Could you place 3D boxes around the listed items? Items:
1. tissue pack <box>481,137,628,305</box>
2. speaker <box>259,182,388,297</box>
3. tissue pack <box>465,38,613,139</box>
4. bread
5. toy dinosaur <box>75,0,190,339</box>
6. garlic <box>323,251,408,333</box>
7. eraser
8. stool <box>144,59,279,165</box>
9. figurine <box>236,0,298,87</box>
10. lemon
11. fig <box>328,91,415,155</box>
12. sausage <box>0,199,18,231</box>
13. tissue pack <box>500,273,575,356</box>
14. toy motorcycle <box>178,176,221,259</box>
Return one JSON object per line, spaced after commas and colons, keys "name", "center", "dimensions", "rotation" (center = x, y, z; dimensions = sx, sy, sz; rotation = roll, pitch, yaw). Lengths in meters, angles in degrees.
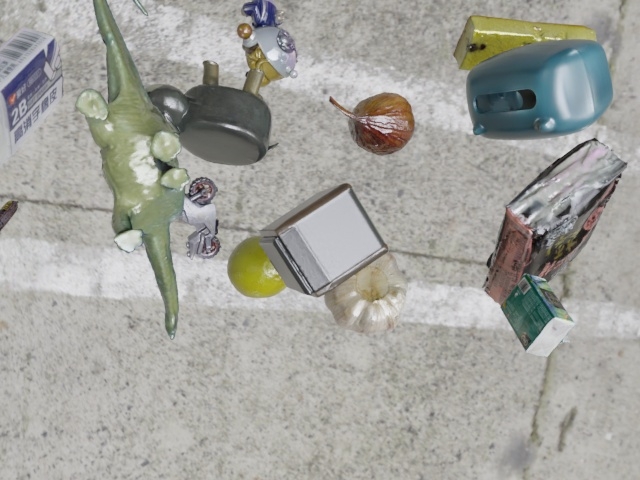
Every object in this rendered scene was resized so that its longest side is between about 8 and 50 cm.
{"name": "tissue pack", "center": [0.426, -0.021, 1.272], "dimensions": [0.245, 0.123, 0.332], "rotation": [-36, 153, -14]}
{"name": "speaker", "center": [0.000, 0.000, 1.287], "dimensions": [0.192, 0.231, 0.153], "rotation": [-33, 96, -10]}
{"name": "tissue pack", "center": [0.452, -0.316, 1.431], "dimensions": [0.206, 0.287, 0.198], "rotation": [-29, 112, -31]}
{"name": "bread", "center": [0.548, -0.509, 1.772], "dimensions": [0.361, 0.138, 0.077], "rotation": [2, 56, -9]}
{"name": "toy dinosaur", "center": [-0.163, -0.075, 0.595], "dimensions": [0.076, 0.147, 0.363], "rotation": [-12, 97, -13]}
{"name": "garlic", "center": [0.101, 0.133, 1.630], "dimensions": [0.218, 0.212, 0.219], "rotation": [3, 75, -10]}
{"name": "eraser", "center": [-0.457, -0.204, 0.973], "dimensions": [0.067, 0.125, 0.210], "rotation": [19, 46, -1]}
{"name": "stool", "center": [-0.172, -0.219, 1.108], "dimensions": [0.228, 0.153, 0.139], "rotation": [27, 64, -47]}
{"name": "figurine", "center": [-0.130, -0.518, 1.669], "dimensions": [0.194, 0.133, 0.275], "rotation": [51, 31, -52]}
{"name": "lemon", "center": [-0.169, 0.076, 1.928], "dimensions": [0.184, 0.248, 0.184], "rotation": [6, 82, -44]}
{"name": "fig", "center": [0.106, -0.254, 1.399], "dimensions": [0.201, 0.146, 0.134], "rotation": [6, 60, -58]}
{"name": "sausage", "center": [-0.558, -0.006, 1.109], "dimensions": [0.198, 0.028, 0.025], "rotation": [-71, 161, -46]}
{"name": "tissue pack", "center": [0.373, 0.129, 1.131], "dimensions": [0.079, 0.111, 0.085], "rotation": [15, 121, -23]}
{"name": "toy motorcycle", "center": [-0.305, -0.046, 1.615], "dimensions": [0.122, 0.080, 0.216], "rotation": [-9, 117, -18]}
